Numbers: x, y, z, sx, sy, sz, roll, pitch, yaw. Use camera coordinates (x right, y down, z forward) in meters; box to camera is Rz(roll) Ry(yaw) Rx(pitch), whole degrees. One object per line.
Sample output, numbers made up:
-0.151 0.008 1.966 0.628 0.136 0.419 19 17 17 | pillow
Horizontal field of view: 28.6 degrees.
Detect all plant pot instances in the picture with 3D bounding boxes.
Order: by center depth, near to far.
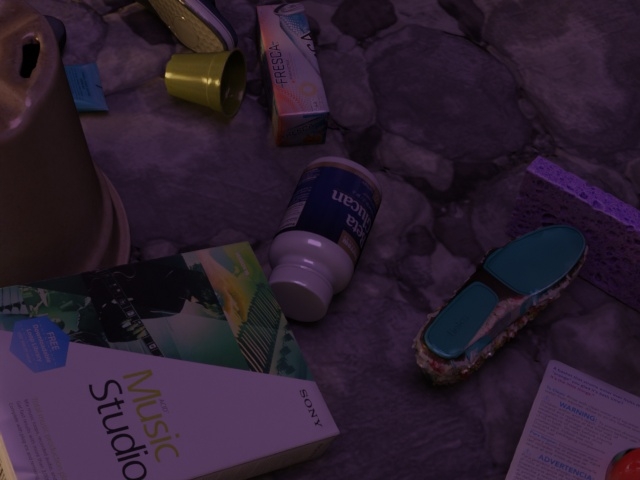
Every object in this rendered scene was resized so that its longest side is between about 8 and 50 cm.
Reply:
-0.359 -0.080 1.232 0.334 0.305 0.333 3 54 -4 | plant pot
-0.139 -0.191 1.484 0.079 0.083 0.083 9 53 16 | plant pot

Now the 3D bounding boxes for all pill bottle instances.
0.000 0.000 1.345 0.094 0.094 0.169 18 55 6 | pill bottle

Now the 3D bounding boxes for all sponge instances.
0.308 0.001 1.365 0.210 0.117 0.031 32 56 17 | sponge

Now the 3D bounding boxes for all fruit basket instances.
0.315 0.298 1.159 0.327 0.165 0.353 22 40 9 | fruit basket

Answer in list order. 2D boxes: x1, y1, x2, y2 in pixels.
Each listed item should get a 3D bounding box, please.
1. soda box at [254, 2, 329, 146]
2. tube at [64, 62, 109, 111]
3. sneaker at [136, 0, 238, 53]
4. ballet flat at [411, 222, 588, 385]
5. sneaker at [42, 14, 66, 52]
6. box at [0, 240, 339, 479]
-0.036 -0.200 1.507 0.063 0.058 0.183 -6 56 -10 | soda box
-0.355 -0.171 1.459 0.207 0.052 0.080 -8 59 -19 | tube
-0.141 -0.331 1.571 0.163 0.086 0.226 -36 64 -24 | sneaker
0.185 0.068 1.327 0.241 0.077 0.091 -35 61 -23 | ballet flat
-0.407 -0.237 1.467 0.224 0.098 0.083 -17 58 -18 | sneaker
-0.166 0.132 1.189 0.322 0.058 0.232 -11 63 -34 | box
